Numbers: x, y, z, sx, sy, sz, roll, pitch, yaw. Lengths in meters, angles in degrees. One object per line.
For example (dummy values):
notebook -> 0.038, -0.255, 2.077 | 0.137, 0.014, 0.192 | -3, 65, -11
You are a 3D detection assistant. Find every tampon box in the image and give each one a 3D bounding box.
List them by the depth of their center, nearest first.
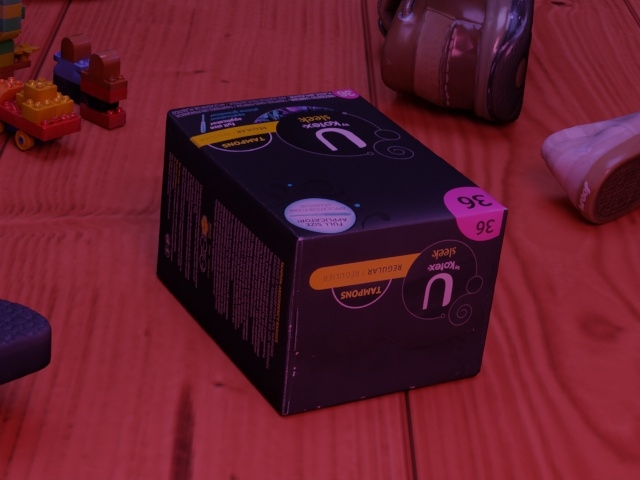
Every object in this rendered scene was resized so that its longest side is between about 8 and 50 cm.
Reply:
tampon box -> 0.000, 0.000, 0.822 | 0.120, 0.101, 0.161 | -9, 30, -28

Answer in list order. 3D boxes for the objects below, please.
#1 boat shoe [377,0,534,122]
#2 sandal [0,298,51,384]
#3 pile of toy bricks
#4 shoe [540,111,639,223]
boat shoe -> 0.105, -0.194, 1.226 | 0.120, 0.123, 0.324 | 5, 25, 5
sandal -> -0.238, 0.082, 0.674 | 0.254, 0.054, 0.097 | -20, 28, -26
pile of toy bricks -> -0.224, -0.146, 1.066 | 0.212, 0.105, 0.118 | 25, 32, 34
shoe -> 0.239, -0.069, 1.046 | 0.219, 0.077, 0.058 | -16, 39, -34
